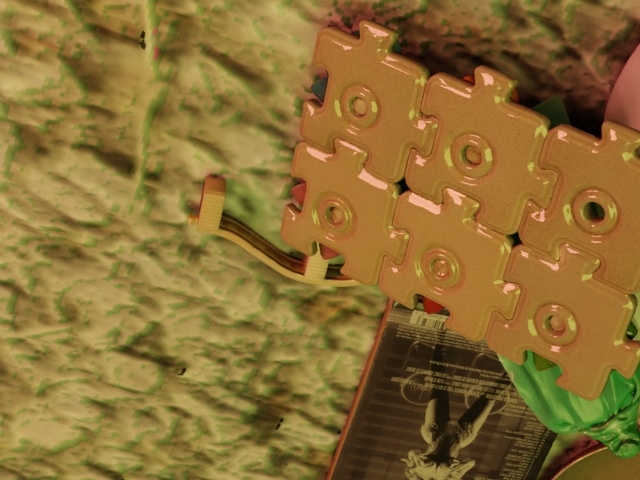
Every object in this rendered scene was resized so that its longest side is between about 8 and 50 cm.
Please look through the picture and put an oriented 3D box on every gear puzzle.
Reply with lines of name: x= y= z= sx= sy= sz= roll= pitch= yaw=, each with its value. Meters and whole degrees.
gear puzzle: x=0.131 y=-0.007 z=0.712 sx=0.338 sy=0.044 sz=0.176 roll=27 pitch=125 yaw=24

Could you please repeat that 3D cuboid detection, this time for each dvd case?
dvd case: x=0.104 y=0.144 z=0.941 sx=0.164 sy=0.018 sz=0.221 roll=11 pitch=121 yaw=-10

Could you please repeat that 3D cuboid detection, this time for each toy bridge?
toy bridge: x=0.000 y=0.000 z=0.841 sx=0.188 sy=0.026 sz=0.063 roll=9 pitch=123 yaw=-9

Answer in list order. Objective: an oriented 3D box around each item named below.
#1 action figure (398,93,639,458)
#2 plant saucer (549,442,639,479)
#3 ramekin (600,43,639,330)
action figure: x=0.148 y=0.039 z=0.790 sx=0.137 sy=0.063 sz=0.232 roll=-28 pitch=87 yaw=16
plant saucer: x=0.255 y=0.219 z=0.987 sx=0.168 sy=0.029 sz=0.169 roll=-1 pitch=123 yaw=-2
ramekin: x=0.311 y=-0.044 z=0.758 sx=0.277 sy=0.135 sz=0.277 roll=0 pitch=123 yaw=-1
